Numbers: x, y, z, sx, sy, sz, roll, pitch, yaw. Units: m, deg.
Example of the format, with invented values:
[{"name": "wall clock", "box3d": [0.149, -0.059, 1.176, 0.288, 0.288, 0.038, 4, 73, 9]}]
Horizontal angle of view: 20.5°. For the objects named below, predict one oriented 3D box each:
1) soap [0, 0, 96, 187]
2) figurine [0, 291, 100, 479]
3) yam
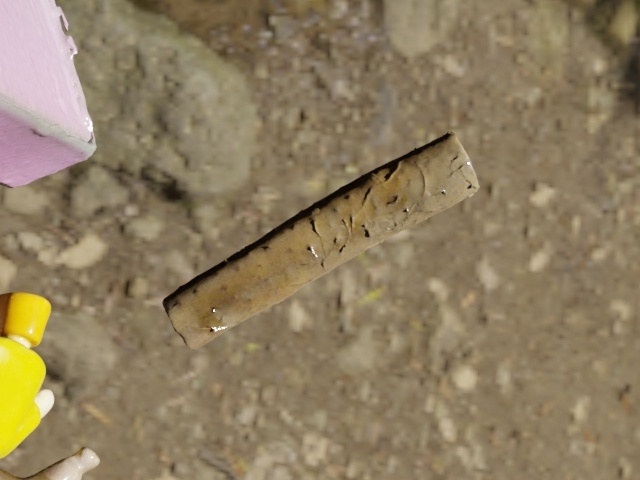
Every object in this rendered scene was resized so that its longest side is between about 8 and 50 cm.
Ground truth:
[{"name": "soap", "box3d": [-0.227, -0.138, 1.041, 0.259, 0.081, 0.181, 24, 45, -78]}, {"name": "figurine", "box3d": [-0.299, 0.189, 1.435, 0.215, 0.187, 0.343, 22, 61, -38]}, {"name": "yam", "box3d": [0.000, 0.000, 0.760, 0.145, 0.032, 0.032, -30, 120, 0]}]
